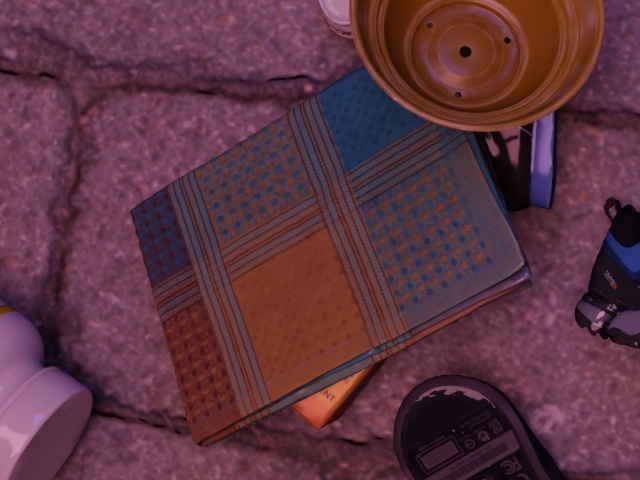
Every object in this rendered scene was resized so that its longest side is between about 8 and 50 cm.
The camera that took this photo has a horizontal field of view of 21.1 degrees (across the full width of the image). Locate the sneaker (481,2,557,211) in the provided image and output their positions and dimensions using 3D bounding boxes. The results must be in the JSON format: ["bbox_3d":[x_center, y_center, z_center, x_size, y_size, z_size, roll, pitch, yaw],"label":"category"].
[{"bbox_3d":[0.172,-0.142,1.571,0.090,0.081,0.232,3,92,11],"label":"sneaker"}]

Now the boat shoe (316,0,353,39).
[{"bbox_3d":[0.119,-0.285,1.570,0.302,0.103,0.113,-31,85,16],"label":"boat shoe"}]

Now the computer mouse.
[{"bbox_3d":[0.161,0.242,1.594,0.188,0.072,0.272,-27,96,13],"label":"computer mouse"}]

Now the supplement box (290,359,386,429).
[{"bbox_3d":[0.050,0.064,1.612,0.078,0.080,0.233,40,98,10],"label":"supplement box"}]

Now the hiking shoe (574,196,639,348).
[{"bbox_3d":[0.367,0.048,1.481,0.304,0.113,0.132,13,90,28],"label":"hiking shoe"}]

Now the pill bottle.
[{"bbox_3d":[-0.396,0.114,1.684,0.334,0.188,0.188,33,100,14],"label":"pill bottle"}]

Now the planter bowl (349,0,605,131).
[{"bbox_3d":[0.130,-0.179,1.487,0.217,0.090,0.217,1,71,-2],"label":"planter bowl"}]

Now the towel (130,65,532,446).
[{"bbox_3d":[0.000,0.000,1.585,0.370,0.040,0.271,-30,62,24],"label":"towel"}]
